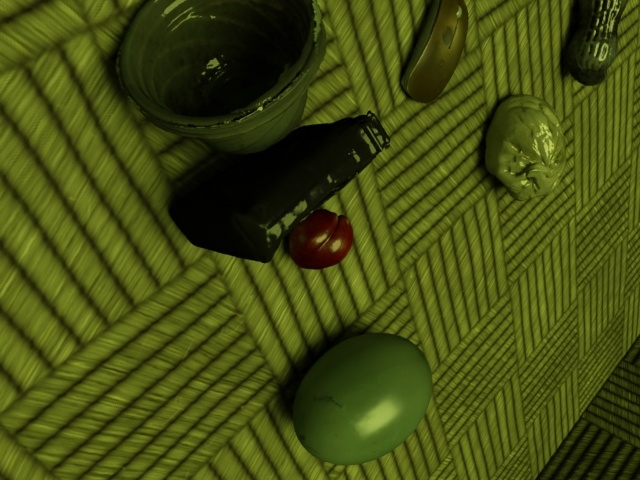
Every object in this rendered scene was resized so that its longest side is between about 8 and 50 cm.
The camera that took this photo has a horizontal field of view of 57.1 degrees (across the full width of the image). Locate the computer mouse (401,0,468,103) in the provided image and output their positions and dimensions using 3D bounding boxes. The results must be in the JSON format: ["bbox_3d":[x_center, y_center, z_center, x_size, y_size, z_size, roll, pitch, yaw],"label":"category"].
[{"bbox_3d":[0.204,-0.334,1.010,0.102,0.045,0.199,21,94,-49],"label":"computer mouse"}]

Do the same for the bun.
[{"bbox_3d":[0.447,-0.191,1.240,0.229,0.145,0.229,-17,118,-35],"label":"bun"}]

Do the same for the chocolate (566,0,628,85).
[{"bbox_3d":[0.612,-0.471,1.304,0.110,0.110,0.248,-9,111,-42],"label":"chocolate"}]

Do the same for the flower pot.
[{"bbox_3d":[-0.099,-0.193,0.682,0.235,0.235,0.140,-54,158,-11],"label":"flower pot"}]

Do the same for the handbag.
[{"bbox_3d":[-0.062,-0.078,0.729,0.223,0.247,0.080,-46,116,-20],"label":"handbag"}]

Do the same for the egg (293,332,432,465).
[{"bbox_3d":[0.078,0.276,1.042,0.282,0.203,0.203,-24,123,-32],"label":"egg"}]

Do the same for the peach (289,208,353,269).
[{"bbox_3d":[0.000,0.002,0.928,0.100,0.100,0.101,-20,121,-37],"label":"peach"}]
